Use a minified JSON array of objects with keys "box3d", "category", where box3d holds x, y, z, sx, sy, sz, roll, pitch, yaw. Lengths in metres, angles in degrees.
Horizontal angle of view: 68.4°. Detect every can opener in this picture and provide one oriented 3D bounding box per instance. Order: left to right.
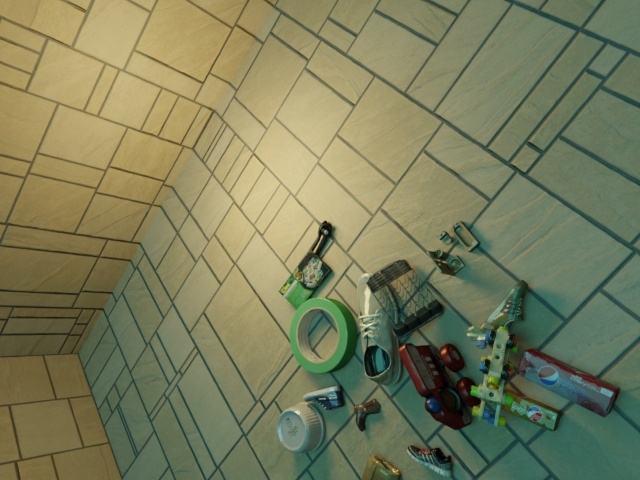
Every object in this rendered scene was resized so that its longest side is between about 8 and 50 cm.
[{"box3d":[0.000,0.000,2.141,0.059,0.073,0.186,22,102,0],"category":"can opener"}]

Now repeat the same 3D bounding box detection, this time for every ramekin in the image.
[{"box3d":[-0.091,0.809,2.024,0.207,0.109,0.207,-8,77,38],"category":"ramekin"}]

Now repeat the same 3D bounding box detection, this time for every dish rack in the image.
[{"box3d":[0.308,0.208,1.789,0.208,0.074,0.271,-31,53,-2],"category":"dish rack"}]

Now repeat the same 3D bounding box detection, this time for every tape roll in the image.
[{"box3d":[0.007,0.409,2.038,0.321,0.077,0.321,-8,77,37],"category":"tape roll"}]

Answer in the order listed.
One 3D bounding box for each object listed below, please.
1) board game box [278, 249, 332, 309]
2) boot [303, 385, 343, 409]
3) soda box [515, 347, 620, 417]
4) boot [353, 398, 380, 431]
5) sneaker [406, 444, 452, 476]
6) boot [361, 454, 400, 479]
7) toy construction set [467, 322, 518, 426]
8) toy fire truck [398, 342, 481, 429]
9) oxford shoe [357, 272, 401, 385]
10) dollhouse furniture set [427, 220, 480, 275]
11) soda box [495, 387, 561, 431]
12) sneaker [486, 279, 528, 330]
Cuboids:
[{"box3d":[-0.072,0.184,2.148,0.136,0.030,0.259,43,110,13],"category":"board game box"},{"box3d":[0.009,0.678,1.991,0.190,0.069,0.086,-26,63,31],"category":"boot"},{"box3d":[0.742,0.423,1.425,0.263,0.092,0.083,24,100,39],"category":"soda box"},{"box3d":[0.192,0.692,1.865,0.114,0.037,0.106,-27,68,28],"category":"boot"},{"box3d":[0.391,0.761,1.671,0.170,0.063,0.074,17,93,35],"category":"sneaker"},{"box3d":[0.159,0.948,1.816,0.236,0.089,0.269,23,97,29],"category":"boot"},{"box3d":[0.547,0.398,1.487,0.151,0.215,0.327,-4,53,17],"category":"toy construction set"},{"box3d":[0.390,0.491,1.594,0.169,0.254,0.302,-38,60,28],"category":"toy fire truck"},{"box3d":[0.217,0.340,1.848,0.169,0.130,0.449,-21,68,37],"category":"oxford shoe"},{"box3d":[0.471,0.021,1.698,0.151,0.123,0.144,-46,57,23],"category":"dollhouse furniture set"},{"box3d":[0.657,0.535,1.496,0.181,0.058,0.061,16,91,40],"category":"soda box"},{"box3d":[0.643,0.229,1.563,0.086,0.064,0.192,46,116,33],"category":"sneaker"}]
